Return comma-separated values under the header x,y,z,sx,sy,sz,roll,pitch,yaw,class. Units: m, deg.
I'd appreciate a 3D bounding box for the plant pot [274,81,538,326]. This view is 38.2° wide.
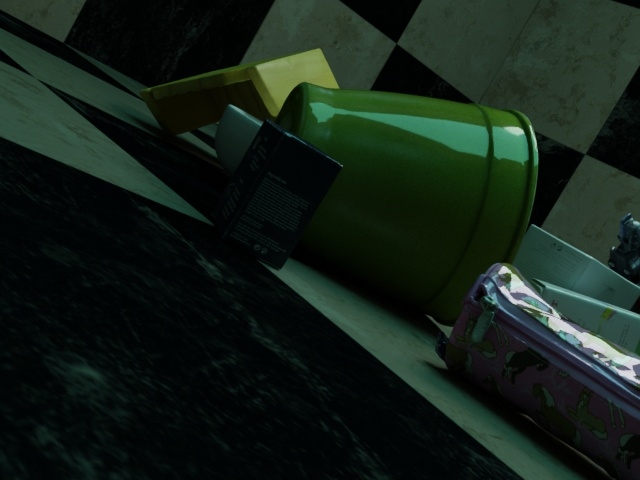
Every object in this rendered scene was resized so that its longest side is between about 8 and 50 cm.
x,y,z,sx,sy,sz,roll,pitch,yaw,class
0.092,-0.086,1.460,0.353,0.367,0.366,17,9,-14,plant pot

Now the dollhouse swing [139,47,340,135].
x,y,z,sx,sy,sz,roll,pitch,yaw,class
-0.149,-0.231,2.019,0.346,0.305,0.315,-2,17,38,dollhouse swing

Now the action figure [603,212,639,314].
x,y,z,sx,sy,sz,roll,pitch,yaw,class
0.562,0.134,1.719,0.330,0.178,0.341,46,-21,52,action figure

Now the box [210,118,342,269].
x,y,z,sx,sy,sz,roll,pitch,yaw,class
-0.062,-0.065,1.222,0.093,0.158,0.156,29,7,-17,box

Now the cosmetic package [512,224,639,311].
x,y,z,sx,sy,sz,roll,pitch,yaw,class
0.402,0.123,1.591,0.224,0.225,0.138,24,8,-47,cosmetic package

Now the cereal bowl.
x,y,z,sx,sy,sz,roll,pitch,yaw,class
-0.062,-0.119,1.761,0.339,0.141,0.339,31,6,-3,cereal bowl

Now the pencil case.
x,y,z,sx,sy,sz,roll,pitch,yaw,class
0.320,0.179,1.063,0.167,0.160,0.386,-12,37,-44,pencil case

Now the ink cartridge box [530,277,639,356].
x,y,z,sx,sy,sz,roll,pitch,yaw,class
0.406,0.166,1.425,0.212,0.154,0.093,18,6,-3,ink cartridge box
